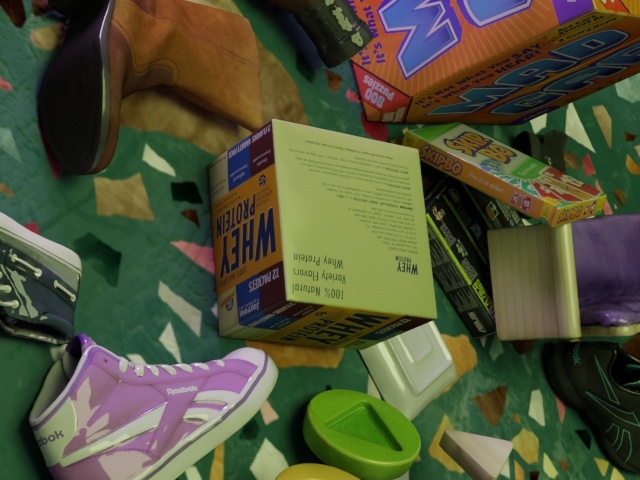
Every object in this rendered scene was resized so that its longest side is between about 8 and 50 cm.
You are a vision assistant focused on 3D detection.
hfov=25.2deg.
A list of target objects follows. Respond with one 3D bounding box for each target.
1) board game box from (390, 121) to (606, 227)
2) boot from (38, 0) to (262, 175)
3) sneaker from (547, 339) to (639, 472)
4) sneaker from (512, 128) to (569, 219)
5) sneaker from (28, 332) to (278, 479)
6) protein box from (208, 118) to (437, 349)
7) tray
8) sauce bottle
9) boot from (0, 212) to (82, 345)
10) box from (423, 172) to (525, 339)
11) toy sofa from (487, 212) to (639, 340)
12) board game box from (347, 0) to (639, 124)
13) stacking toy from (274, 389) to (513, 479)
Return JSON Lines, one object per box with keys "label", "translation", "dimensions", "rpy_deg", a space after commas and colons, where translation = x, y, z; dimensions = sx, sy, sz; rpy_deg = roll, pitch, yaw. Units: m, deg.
{"label": "board game box", "translation": [0.221, -0.091, 1.806], "dimensions": [0.124, 0.259, 0.039], "rpy_deg": [-14, 124, -50]}
{"label": "boot", "translation": [-0.171, -0.162, 1.529], "dimensions": [0.280, 0.096, 0.264], "rpy_deg": [21, 50, -49]}
{"label": "sneaker", "translation": [0.421, 0.230, 1.959], "dimensions": [0.267, 0.106, 0.101], "rpy_deg": [43, 45, -28]}
{"label": "sneaker", "translation": [0.316, -0.093, 2.030], "dimensions": [0.089, 0.051, 0.170], "rpy_deg": [26, 52, -33]}
{"label": "sneaker", "translation": [-0.159, 0.137, 1.372], "dimensions": [0.282, 0.102, 0.161], "rpy_deg": [-36, 98, -49]}
{"label": "protein box", "translation": [0.000, 0.000, 1.554], "dimensions": [0.200, 0.136, 0.201], "rpy_deg": [9, 66, -34]}
{"label": "tray", "translation": [0.080, 0.074, 1.713], "dimensions": [0.145, 0.030, 0.270], "rpy_deg": [-34, 99, -50]}
{"label": "sauce bottle", "translation": [-0.058, -0.363, 1.698], "dimensions": [0.344, 0.111, 0.111], "rpy_deg": [52, 43, -16]}
{"label": "boot", "translation": [-0.294, 0.030, 1.293], "dimensions": [0.190, 0.069, 0.086], "rpy_deg": [25, 50, -40]}
{"label": "box", "translation": [0.205, 0.002, 1.873], "dimensions": [0.190, 0.045, 0.184], "rpy_deg": [57, 44, -14]}
{"label": "toy sofa", "translation": [0.383, 0.041, 1.899], "dimensions": [0.363, 0.177, 0.150], "rpy_deg": [-5, 90, -54]}
{"label": "board game box", "translation": [0.255, -0.377, 1.856], "dimensions": [0.356, 0.357, 0.356], "rpy_deg": [-4, 76, -49]}
{"label": "stacking toy", "translation": [0.082, 0.304, 1.515], "dimensions": [0.309, 0.130, 0.279], "rpy_deg": [18, 25, -7]}
